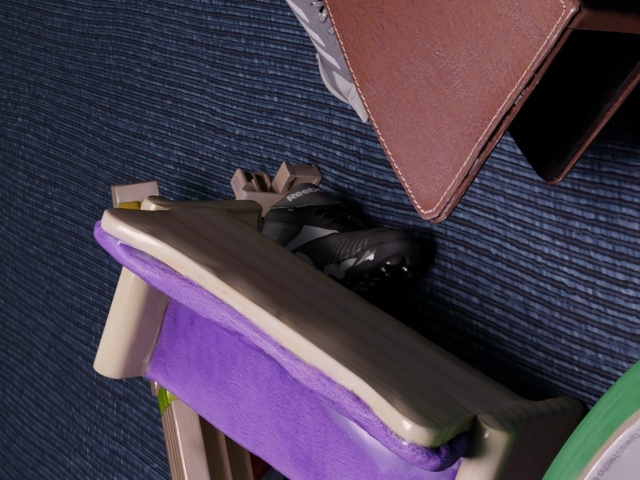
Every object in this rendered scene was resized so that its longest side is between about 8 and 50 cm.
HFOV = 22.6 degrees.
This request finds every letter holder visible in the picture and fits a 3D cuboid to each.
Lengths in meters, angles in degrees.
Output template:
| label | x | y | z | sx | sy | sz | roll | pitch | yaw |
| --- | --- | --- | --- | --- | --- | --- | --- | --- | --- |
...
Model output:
| label | x | y | z | sx | sy | sz | roll | pitch | yaw |
| --- | --- | --- | --- | --- | --- | --- | --- | --- | --- |
| letter holder | 0.120 | -0.177 | 1.056 | 0.214 | 0.152 | 0.302 | -57 | 42 | 43 |

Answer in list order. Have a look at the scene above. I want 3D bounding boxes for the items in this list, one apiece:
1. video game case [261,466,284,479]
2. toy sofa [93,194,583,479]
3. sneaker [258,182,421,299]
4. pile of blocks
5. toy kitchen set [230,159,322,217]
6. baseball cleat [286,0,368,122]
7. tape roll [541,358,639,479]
| label | x | y | z | sx | sy | sz | roll | pitch | yaw |
| --- | --- | --- | --- | --- | --- | --- | --- | --- | --- |
| video game case | -0.081 | 0.194 | 1.487 | 0.157 | 0.019 | 0.143 | 55 | 133 | 46 |
| toy sofa | -0.015 | 0.107 | 1.135 | 0.362 | 0.177 | 0.150 | 31 | 112 | 35 |
| sneaker | 0.000 | 0.000 | 1.310 | 0.234 | 0.078 | 0.106 | -19 | 74 | 59 |
| pile of blocks | -0.100 | 0.070 | 1.422 | 0.149 | 0.112 | 0.362 | 99 | 158 | -53 |
| toy kitchen set | -0.055 | -0.053 | 1.414 | 0.083 | 0.068 | 0.075 | -59 | 41 | 38 |
| baseball cleat | 0.024 | -0.170 | 1.227 | 0.109 | 0.072 | 0.206 | 47 | 172 | 40 |
| tape roll | 0.194 | 0.192 | 0.833 | 0.321 | 0.077 | 0.321 | -55 | 16 | 24 |
